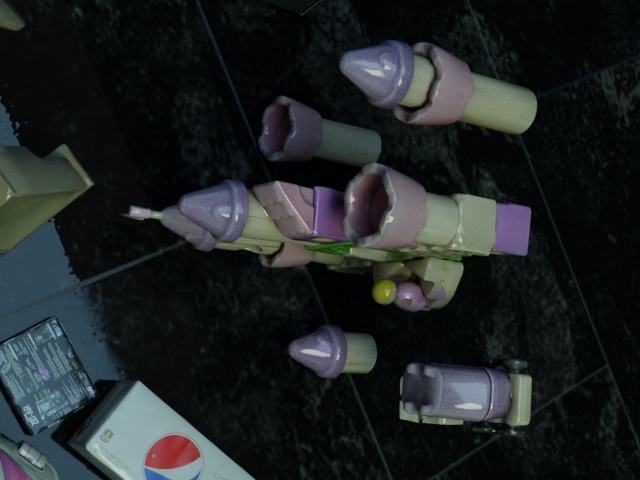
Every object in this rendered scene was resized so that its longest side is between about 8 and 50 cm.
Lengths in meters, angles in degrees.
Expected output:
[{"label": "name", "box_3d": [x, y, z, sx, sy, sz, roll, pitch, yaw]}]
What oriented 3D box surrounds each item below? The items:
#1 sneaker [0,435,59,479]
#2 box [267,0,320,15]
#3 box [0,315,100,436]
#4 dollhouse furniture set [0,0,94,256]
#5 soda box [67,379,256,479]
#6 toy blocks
[{"label": "sneaker", "box_3d": [-0.273, 0.196, 0.729, 0.111, 0.103, 0.252, -27, 92, -45]}, {"label": "box", "box_3d": [-0.094, -0.362, 0.897, 0.261, 0.103, 0.184, 17, 72, -25]}, {"label": "box", "box_3d": [-0.241, 0.117, 0.796, 0.067, 0.018, 0.083, -31, 97, -28]}, {"label": "dollhouse furniture set", "box_3d": [-0.312, -0.106, 0.708, 0.212, 0.161, 0.242, -36, 91, 7]}, {"label": "soda box", "box_3d": [-0.116, 0.219, 0.820, 0.216, 0.069, 0.074, 45, 65, -16]}, {"label": "toy blocks", "box_3d": [0.000, 0.000, 0.792, 0.260, 0.288, 0.309, 8, 81, -33]}]
